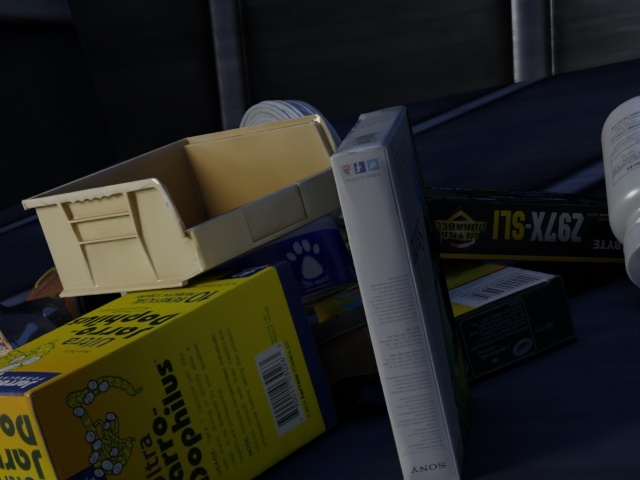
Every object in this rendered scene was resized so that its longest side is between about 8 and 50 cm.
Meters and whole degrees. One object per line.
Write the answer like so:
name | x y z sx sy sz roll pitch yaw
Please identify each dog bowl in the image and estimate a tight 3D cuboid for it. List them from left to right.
dog bowl | -0.086 0.062 1.946 0.265 0.104 0.265 -24 -8 -4

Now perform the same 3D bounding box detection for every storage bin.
storage bin | -0.147 -0.041 1.713 0.260 0.123 0.262 -7 13 44

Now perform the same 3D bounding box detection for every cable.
cable | -0.045 -0.120 2.591 0.089 0.257 0.257 -18 10 -33

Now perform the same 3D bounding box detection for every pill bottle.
pill bottle | 0.401 -0.054 1.759 0.131 0.131 0.229 -13 43 18

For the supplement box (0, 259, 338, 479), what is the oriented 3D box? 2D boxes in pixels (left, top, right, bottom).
supplement box | -0.185 0.173 1.531 0.194 0.195 0.356 -6 15 44

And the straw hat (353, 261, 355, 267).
straw hat | 0.102 -0.003 2.312 0.144 0.061 0.144 -16 11 3

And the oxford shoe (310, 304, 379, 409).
oxford shoe | -0.007 0.154 1.667 0.083 0.096 0.227 -19 -10 -39

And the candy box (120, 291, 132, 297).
candy box | -0.230 0.057 2.232 0.070 0.165 0.196 -22 12 -33

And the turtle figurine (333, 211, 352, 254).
turtle figurine | 0.000 0.000 2.233 0.269 0.087 0.217 -17 30 18

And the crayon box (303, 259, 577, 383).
crayon box | 0.129 0.092 1.762 0.202 0.081 0.318 -20 12 -19

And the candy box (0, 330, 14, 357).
candy box | -0.534 0.150 2.032 0.183 0.087 0.316 -21 46 -26

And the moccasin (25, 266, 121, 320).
moccasin | -0.373 0.050 2.598 0.147 0.139 0.380 -1 27 26

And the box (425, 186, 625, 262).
box | 0.233 -0.023 1.921 0.322 0.079 0.257 2 4 -19

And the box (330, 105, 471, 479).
box | 0.084 0.046 1.438 0.058 0.322 0.232 -10 13 11

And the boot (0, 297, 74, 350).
boot | -0.535 0.183 2.226 0.338 0.118 0.223 -17 18 43
